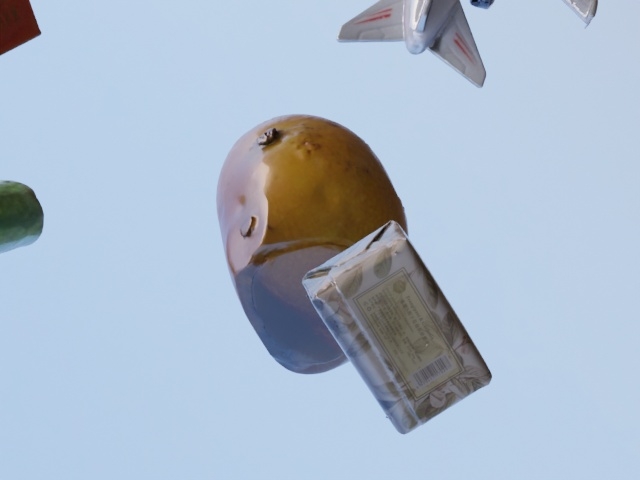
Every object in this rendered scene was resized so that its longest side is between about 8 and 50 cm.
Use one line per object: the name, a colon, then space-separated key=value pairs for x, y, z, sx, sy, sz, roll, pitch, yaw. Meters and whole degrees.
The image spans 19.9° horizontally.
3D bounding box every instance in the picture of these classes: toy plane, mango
toy plane: x=0.070 y=-0.165 z=0.935 sx=0.162 sy=0.065 sz=0.171 roll=18 pitch=-115 yaw=1
mango: x=0.000 y=0.000 z=1.392 sx=0.236 sy=0.136 sz=0.166 roll=69 pitch=-178 yaw=-48

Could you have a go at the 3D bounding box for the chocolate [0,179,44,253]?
chocolate: x=-0.334 y=-0.001 z=1.348 sx=0.291 sy=0.110 sz=0.110 roll=-12 pitch=-115 yaw=-47

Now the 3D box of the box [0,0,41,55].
box: x=-0.227 y=-0.182 z=1.034 sx=0.112 sy=0.048 sz=0.175 roll=-49 pitch=-56 yaw=-67

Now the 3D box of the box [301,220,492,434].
box: x=0.040 y=0.046 z=0.944 sx=0.098 sy=0.062 sz=0.045 roll=59 pitch=180 yaw=-17
